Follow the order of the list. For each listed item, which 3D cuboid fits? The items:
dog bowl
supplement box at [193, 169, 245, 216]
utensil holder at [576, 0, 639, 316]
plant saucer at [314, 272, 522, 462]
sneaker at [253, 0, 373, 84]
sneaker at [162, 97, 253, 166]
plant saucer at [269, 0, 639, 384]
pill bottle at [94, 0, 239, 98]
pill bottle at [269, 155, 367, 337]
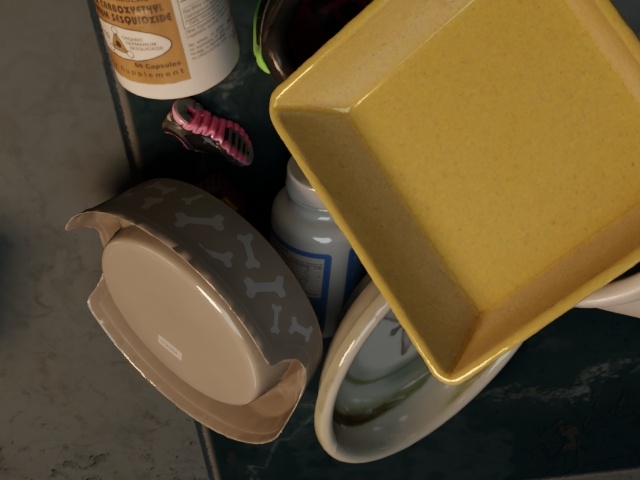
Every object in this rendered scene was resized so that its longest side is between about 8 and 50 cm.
[{"bbox_3d":[-0.143,0.077,1.550,0.349,0.102,0.348,33,149,24],"label":"dog bowl"},{"bbox_3d":[-0.139,-0.038,1.607,0.083,0.043,0.055,-32,123,20],"label":"supplement box"},{"bbox_3d":[0.374,-0.069,1.365,0.385,0.327,0.327,14,132,-46],"label":"utensil holder"},{"bbox_3d":[0.129,0.095,1.629,0.400,0.100,0.400,-32,148,-23],"label":"plant saucer"},{"bbox_3d":[0.143,-0.277,1.310,0.483,0.202,0.185,-31,108,20],"label":"sneaker"},{"bbox_3d":[-0.133,-0.120,1.545,0.119,0.047,0.057,33,137,-24],"label":"sneaker"},{"bbox_3d":[0.160,-0.091,1.197,0.333,0.332,0.081,-39,166,29],"label":"plant saucer"},{"bbox_3d":[-0.162,-0.265,1.293,0.131,0.131,0.229,-8,130,3],"label":"pill bottle"},{"bbox_3d":[0.000,0.000,1.596,0.124,0.124,0.221,2,129,-5],"label":"pill bottle"}]
